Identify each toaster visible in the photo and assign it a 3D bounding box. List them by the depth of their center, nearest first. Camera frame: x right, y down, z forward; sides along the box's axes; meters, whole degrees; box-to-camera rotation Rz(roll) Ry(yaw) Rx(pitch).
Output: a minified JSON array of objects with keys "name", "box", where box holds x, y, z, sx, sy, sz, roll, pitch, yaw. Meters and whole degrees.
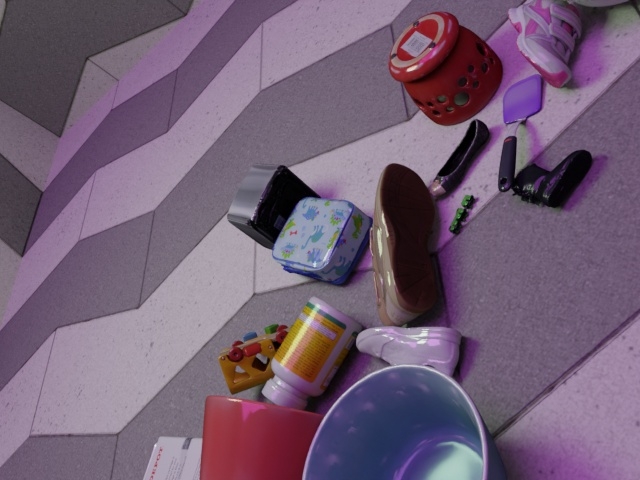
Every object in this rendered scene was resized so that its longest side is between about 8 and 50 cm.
[{"name":"toaster","box":[-0.110,-0.076,1.657,0.110,0.186,0.168,11,71,43]}]

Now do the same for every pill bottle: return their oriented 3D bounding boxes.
[{"name":"pill bottle","box":[-0.020,0.221,1.362,0.208,0.118,0.117,-59,35,-4]}]

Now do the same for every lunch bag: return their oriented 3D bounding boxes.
[{"name":"lunch bag","box":[0.000,0.000,1.546,0.219,0.090,0.176,9,68,53]}]

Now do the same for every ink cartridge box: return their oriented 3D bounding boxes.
[{"name":"ink cartridge box","box":[-0.231,0.495,1.388,0.273,0.115,0.198,-13,52,44]}]

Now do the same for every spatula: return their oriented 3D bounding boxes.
[{"name":"spatula","box":[0.356,-0.196,1.314,0.084,0.030,0.296,-19,36,41]}]

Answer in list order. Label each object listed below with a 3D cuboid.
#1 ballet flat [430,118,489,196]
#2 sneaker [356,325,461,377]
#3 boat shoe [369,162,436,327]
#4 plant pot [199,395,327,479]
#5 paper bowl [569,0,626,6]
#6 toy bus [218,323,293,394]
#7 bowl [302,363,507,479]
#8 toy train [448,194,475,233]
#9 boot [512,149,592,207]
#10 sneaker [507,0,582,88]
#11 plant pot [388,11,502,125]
[{"name":"ballet flat","box":[0.265,-0.161,1.398,0.173,0.049,0.057,-55,34,1]},{"name":"sneaker","box":[0.141,0.200,1.232,0.212,0.080,0.094,-10,66,45]},{"name":"boat shoe","box":[0.140,0.002,1.350,0.110,0.122,0.341,129,152,-48]},{"name":"plant pot","box":[-0.084,0.403,1.187,0.275,0.275,0.243,-7,66,47]},{"name":"paper bowl","box":[0.523,-0.537,1.288,0.284,0.148,0.284,-21,44,22]},{"name":"toy bus","box":[-0.107,0.242,1.459,0.202,0.191,0.104,-17,93,43]},{"name":"bowl","box":[0.140,0.349,1.018,0.312,0.163,0.311,-29,44,32]},{"name":"toy train","box":[0.262,-0.049,1.338,0.083,0.017,0.024,-60,25,-7]},{"name":"boot","box":[0.389,-0.111,1.218,0.121,0.045,0.099,-53,29,0]},{"name":"sneaker","box":[0.433,-0.390,1.342,0.111,0.103,0.252,-34,41,31]},{"name":"plant pot","box":[0.252,-0.363,1.477,0.191,0.174,0.191,-29,41,29]}]
